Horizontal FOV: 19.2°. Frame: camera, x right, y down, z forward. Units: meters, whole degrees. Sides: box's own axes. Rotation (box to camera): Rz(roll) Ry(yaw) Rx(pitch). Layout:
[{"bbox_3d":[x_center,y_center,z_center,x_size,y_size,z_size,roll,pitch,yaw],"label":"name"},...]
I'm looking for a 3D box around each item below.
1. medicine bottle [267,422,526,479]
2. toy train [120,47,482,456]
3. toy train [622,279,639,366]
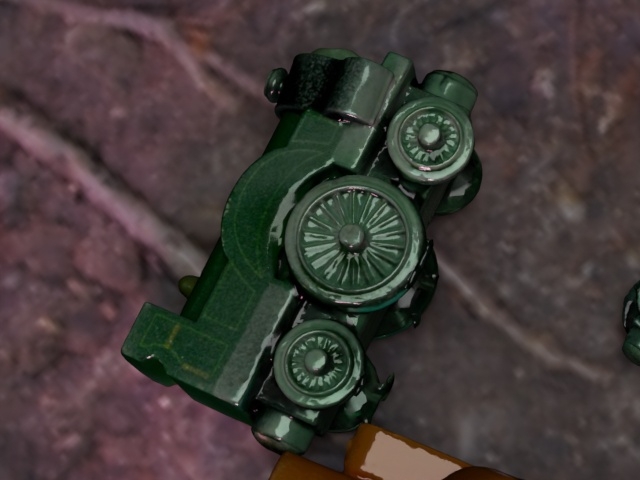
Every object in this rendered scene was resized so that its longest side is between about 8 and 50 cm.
[{"bbox_3d":[0.068,0.171,0.728,0.222,0.112,0.149,23,77,5],"label":"medicine bottle"},{"bbox_3d":[0.000,0.000,0.795,0.105,0.071,0.178,23,78,16],"label":"toy train"},{"bbox_3d":[0.189,0.005,0.810,0.071,0.038,0.148,38,78,6],"label":"toy train"}]
